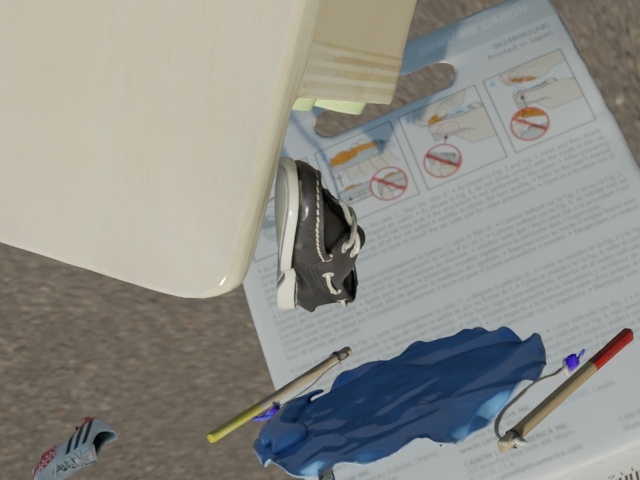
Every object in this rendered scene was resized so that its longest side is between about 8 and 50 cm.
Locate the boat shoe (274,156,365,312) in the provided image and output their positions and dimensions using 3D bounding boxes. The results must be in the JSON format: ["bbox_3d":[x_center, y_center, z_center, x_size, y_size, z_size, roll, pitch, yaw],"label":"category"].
[{"bbox_3d":[0.000,0.000,0.619,0.038,0.125,0.046,1,66,0],"label":"boat shoe"}]

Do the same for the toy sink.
[{"bbox_3d":[-0.047,-0.115,0.488,0.153,0.131,0.234,16,98,16],"label":"toy sink"}]

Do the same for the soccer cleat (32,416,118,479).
[{"bbox_3d":[-0.203,0.178,1.217,0.036,0.029,0.083,19,47,36],"label":"soccer cleat"}]

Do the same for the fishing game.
[{"bbox_3d":[0.051,0.104,0.895,0.264,0.189,0.041,-9,106,45],"label":"fishing game"}]

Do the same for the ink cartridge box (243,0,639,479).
[{"bbox_3d":[0.103,0.027,1.109,0.308,0.091,0.385,-23,59,5],"label":"ink cartridge box"}]
